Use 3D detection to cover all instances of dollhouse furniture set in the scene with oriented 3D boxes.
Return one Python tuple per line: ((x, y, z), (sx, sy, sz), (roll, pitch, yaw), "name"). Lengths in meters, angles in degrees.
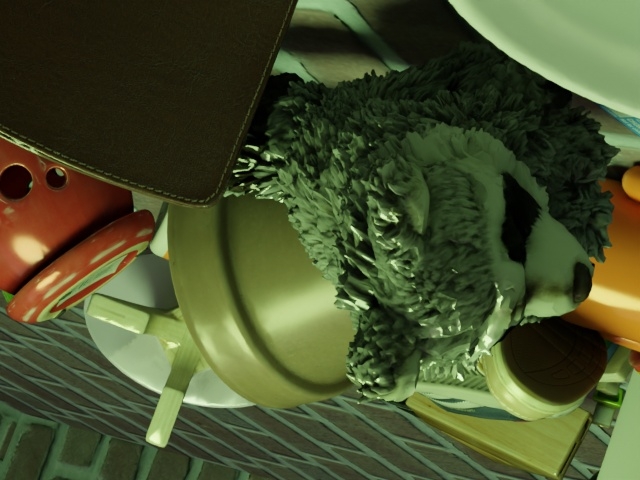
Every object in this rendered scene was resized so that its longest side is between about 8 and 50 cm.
((0.312, 0.186, 2.300), (0.152, 0.058, 0.076), (15, 165, 16), "dollhouse furniture set")

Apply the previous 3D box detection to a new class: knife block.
((0.164, 0.183, 2.354), (0.242, 0.088, 0.276), (31, 171, -18), "knife block")

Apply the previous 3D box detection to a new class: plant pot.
((0.036, -0.003, 1.673), (0.229, 0.263, 0.263), (-14, 148, 32), "plant pot")
((-0.265, -0.030, 1.887), (0.174, 0.191, 0.191), (53, 167, 6), "plant pot")

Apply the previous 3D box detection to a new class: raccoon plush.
((0.000, 0.000, 1.386), (0.446, 0.216, 0.299), (-7, -168, 36), "raccoon plush")

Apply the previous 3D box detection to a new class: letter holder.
((-0.196, -0.157, 1.389), (0.302, 0.214, 0.152), (26, 164, -24), "letter holder")

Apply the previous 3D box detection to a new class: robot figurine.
((0.275, 0.022, 1.609), (0.219, 0.158, 0.128), (16, -173, 16), "robot figurine")

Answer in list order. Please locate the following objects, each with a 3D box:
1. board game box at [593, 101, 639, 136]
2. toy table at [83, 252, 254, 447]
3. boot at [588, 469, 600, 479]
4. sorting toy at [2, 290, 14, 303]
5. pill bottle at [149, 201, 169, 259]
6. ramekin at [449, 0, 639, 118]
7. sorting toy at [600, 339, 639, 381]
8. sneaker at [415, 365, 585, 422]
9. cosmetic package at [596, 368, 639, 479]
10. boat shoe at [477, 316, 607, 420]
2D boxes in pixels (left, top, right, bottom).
((0.398, -0.053, 1.290), (0.319, 0.066, 0.318), (30, 162, -36), "board game box")
((-0.154, 0.114, 2.332), (0.274, 0.252, 0.161), (9, -178, -1), "toy table")
((0.409, 0.241, 2.217), (0.263, 0.091, 0.229), (-19, 157, 10), "boot")
((-0.354, 0.005, 2.492), (0.126, 0.127, 0.365), (-11, 167, 0), "sorting toy")
((-0.048, -0.004, 1.947), (0.221, 0.121, 0.121), (22, 165, -9), "pill bottle")
((0.206, -0.163, 0.998), (0.277, 0.135, 0.277), (19, 165, 5), "ramekin")
((0.252, 0.066, 1.812), (0.046, 0.132, 0.274), (45, 157, -20), "sorting toy")
((0.118, 0.127, 2.189), (0.350, 0.131, 0.148), (22, 161, -10), "sneaker")
((0.499, 0.253, 1.758), (0.394, 0.329, 0.327), (30, 164, -33), "cosmetic package")
((0.177, 0.085, 1.700), (0.109, 0.098, 0.302), (38, -156, -8), "boat shoe")
